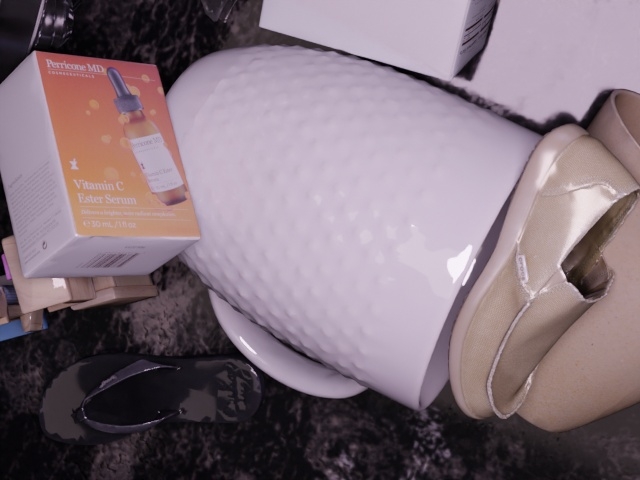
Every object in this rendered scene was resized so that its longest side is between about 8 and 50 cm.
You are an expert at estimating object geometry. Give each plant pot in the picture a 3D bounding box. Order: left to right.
[{"bbox_3d":[0.276,0.044,1.177,0.256,0.256,0.274,42,116,3],"label":"plant pot"}]

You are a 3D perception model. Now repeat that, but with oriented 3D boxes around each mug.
[{"bbox_3d":[0.000,0.000,1.212,0.328,0.276,0.374,26,131,14],"label":"mug"}]

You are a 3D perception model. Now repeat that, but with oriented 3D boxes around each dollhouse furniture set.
[{"bbox_3d":[-0.358,0.002,1.254,0.303,0.286,0.198,-16,86,9],"label":"dollhouse furniture set"}]

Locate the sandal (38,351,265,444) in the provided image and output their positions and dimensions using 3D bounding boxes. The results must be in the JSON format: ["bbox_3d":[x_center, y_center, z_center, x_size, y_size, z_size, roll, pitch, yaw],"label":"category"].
[{"bbox_3d":[-0.188,0.164,1.353,0.254,0.054,0.097,-11,95,11],"label":"sandal"}]

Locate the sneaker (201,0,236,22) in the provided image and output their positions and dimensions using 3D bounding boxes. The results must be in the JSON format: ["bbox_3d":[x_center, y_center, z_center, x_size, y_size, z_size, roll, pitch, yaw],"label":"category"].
[{"bbox_3d":[-0.068,-0.306,1.277,0.170,0.051,0.089,-37,90,17],"label":"sneaker"}]

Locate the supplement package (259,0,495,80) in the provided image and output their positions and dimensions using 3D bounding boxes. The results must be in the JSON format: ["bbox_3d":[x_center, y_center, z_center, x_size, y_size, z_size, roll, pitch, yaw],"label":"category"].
[{"bbox_3d":[0.072,-0.284,1.172,0.194,0.149,0.203,18,115,13],"label":"supplement package"}]

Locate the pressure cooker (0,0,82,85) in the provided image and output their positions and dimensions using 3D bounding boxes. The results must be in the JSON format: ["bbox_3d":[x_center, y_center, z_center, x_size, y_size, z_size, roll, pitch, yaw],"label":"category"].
[{"bbox_3d":[-0.386,-0.301,1.105,0.420,0.370,0.376,7,105,-23],"label":"pressure cooker"}]

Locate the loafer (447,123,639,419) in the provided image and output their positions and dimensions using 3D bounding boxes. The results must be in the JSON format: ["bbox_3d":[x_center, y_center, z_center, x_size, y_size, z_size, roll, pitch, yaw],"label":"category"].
[{"bbox_3d":[0.185,0.040,1.044,0.092,0.102,0.269,30,114,33],"label":"loafer"}]

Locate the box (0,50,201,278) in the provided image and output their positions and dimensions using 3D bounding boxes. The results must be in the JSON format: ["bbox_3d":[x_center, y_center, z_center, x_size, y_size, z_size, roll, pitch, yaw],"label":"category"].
[{"bbox_3d":[-0.196,-0.062,1.083,0.091,0.130,0.171,-31,68,42],"label":"box"}]
